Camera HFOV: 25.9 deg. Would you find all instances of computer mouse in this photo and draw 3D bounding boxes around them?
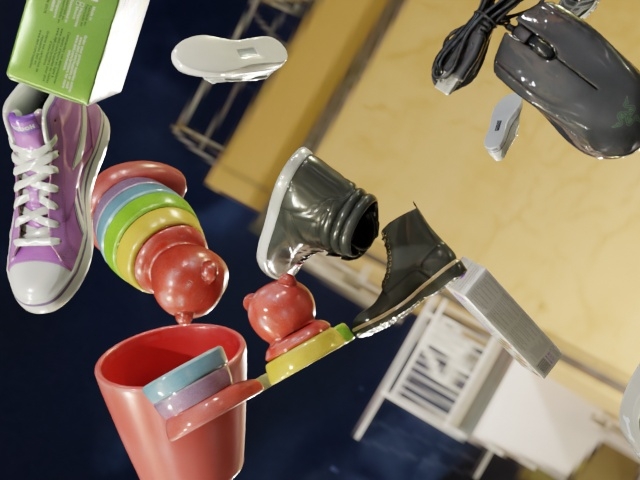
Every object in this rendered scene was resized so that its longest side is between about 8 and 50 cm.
[{"bbox_3d":[0.282,-0.194,1.644,0.188,0.272,0.072,-56,3,1],"label":"computer mouse"}]

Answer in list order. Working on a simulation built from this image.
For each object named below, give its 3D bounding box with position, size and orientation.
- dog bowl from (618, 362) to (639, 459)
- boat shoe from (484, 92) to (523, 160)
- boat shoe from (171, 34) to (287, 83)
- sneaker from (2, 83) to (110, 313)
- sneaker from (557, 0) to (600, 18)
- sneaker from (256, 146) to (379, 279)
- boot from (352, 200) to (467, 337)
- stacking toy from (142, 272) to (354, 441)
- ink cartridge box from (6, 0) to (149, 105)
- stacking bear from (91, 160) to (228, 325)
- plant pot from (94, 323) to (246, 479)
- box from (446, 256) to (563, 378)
[{"bbox_3d":[0.608,0.224,2.165,0.348,0.102,0.349,-23,-44,-24],"label":"dog bowl"},{"bbox_3d":[0.239,-0.145,1.790,0.035,0.035,0.100,57,-135,-42],"label":"boat shoe"},{"bbox_3d":[-0.132,-0.245,1.925,0.184,0.066,0.063,-17,-22,-42],"label":"boat shoe"},{"bbox_3d":[-0.331,-0.067,1.614,0.161,0.102,0.282,58,-148,-62],"label":"sneaker"},{"bbox_3d":[0.433,-0.431,2.275,0.074,0.063,0.170,20,-64,-43],"label":"sneaker"},{"bbox_3d":[0.000,0.000,1.995,0.104,0.146,0.296,-50,-14,-30],"label":"sneaker"},{"bbox_3d":[0.107,0.047,2.143,0.198,0.137,0.077,-34,-9,2],"label":"boot"},{"bbox_3d":[-0.104,0.159,2.048,0.309,0.130,0.279,-30,-4,15],"label":"stacking toy"},{"bbox_3d":[-0.234,-0.264,1.529,0.255,0.097,0.189,-53,-17,-75],"label":"ink cartridge box"},{"bbox_3d":[-0.237,0.014,2.099,0.164,0.289,0.175,24,-76,-44],"label":"stacking bear"},{"bbox_3d":[-0.253,0.315,2.545,0.275,0.274,0.243,-28,-63,-44],"label":"plant pot"},{"bbox_3d":[0.331,0.142,2.498,0.067,0.063,0.324,-53,-47,-6],"label":"box"}]
